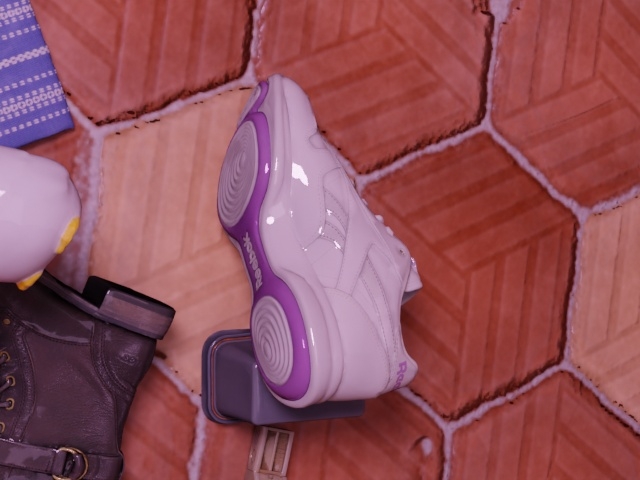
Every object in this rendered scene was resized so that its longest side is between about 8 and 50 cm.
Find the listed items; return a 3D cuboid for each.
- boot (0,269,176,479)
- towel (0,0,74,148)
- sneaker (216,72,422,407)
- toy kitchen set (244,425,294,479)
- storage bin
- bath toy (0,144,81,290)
[{"bbox_3d":[-0.253,0.127,1.042,0.262,0.091,0.229,20,90,-15],"label":"boot"},{"bbox_3d":[-0.365,-0.206,1.026,0.243,0.040,0.336,-25,101,-24],"label":"towel"},{"bbox_3d":[0.000,0.000,1.112,0.152,0.114,0.305,3,63,-30],"label":"sneaker"},{"bbox_3d":[-0.050,0.201,1.129,0.068,0.083,0.075,14,84,-24],"label":"toy kitchen set"},{"bbox_3d":[-0.025,0.117,1.135,0.135,0.091,0.098,-1,94,-25],"label":"storage bin"},{"bbox_3d":[-0.312,0.066,0.916,0.129,0.151,0.348,36,102,-21],"label":"bath toy"}]
